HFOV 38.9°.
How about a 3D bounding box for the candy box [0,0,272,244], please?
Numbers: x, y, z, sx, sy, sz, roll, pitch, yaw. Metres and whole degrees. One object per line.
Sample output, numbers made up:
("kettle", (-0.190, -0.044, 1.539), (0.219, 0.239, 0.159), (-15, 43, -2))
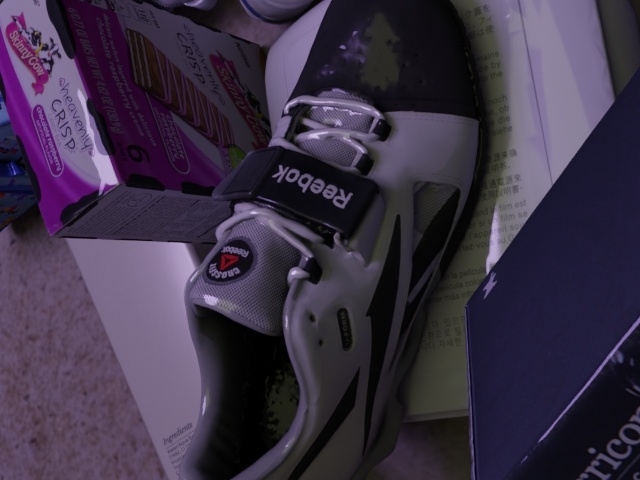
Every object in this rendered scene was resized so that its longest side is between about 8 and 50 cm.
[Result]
("candy box", (-0.105, -0.082, 0.641), (0.071, 0.233, 0.159), (-31, 74, 26))

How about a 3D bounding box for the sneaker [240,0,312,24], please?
("sneaker", (-0.065, -0.307, 0.684), (0.111, 0.131, 0.297), (-9, 84, -13))

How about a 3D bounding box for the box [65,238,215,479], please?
("box", (-0.088, 0.082, 0.703), (0.113, 0.094, 0.275), (-34, 71, 24))

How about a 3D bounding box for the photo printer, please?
("photo printer", (0.092, -0.041, 0.596), (0.256, 0.107, 0.308), (-14, 80, 30))

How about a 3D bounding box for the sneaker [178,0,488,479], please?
("sneaker", (0.000, 0.000, 0.504), (0.122, 0.146, 0.331), (11, 91, 33))

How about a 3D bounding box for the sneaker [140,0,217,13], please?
("sneaker", (-0.259, -0.234, 0.746), (0.365, 0.137, 0.210), (-17, 101, 17))

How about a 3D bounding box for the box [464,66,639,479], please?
("box", (0.277, 0.015, 0.349), (0.312, 0.179, 0.343), (30, 112, -4))

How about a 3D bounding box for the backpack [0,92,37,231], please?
("backpack", (-0.287, -0.092, 0.801), (0.173, 0.158, 0.117), (-31, 81, 13))
